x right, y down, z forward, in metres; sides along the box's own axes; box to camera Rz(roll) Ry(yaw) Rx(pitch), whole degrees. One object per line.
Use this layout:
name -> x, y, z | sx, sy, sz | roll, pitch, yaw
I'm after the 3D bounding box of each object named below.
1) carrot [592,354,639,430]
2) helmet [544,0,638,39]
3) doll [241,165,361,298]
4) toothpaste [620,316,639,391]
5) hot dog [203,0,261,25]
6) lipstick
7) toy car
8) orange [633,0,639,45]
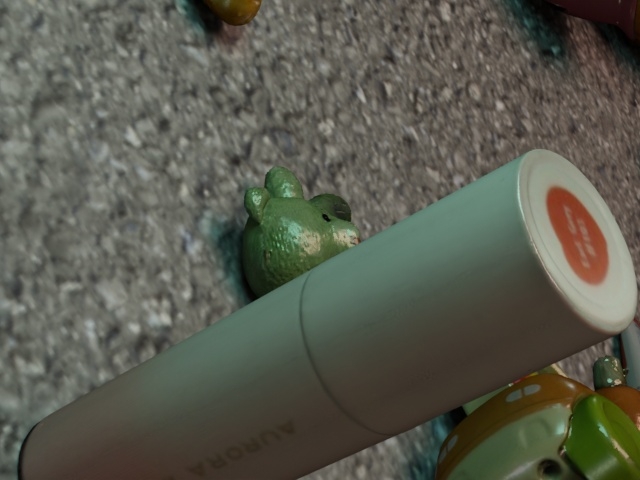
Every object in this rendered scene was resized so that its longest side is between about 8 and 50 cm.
carrot -> 0.247, 0.246, 1.184 | 0.069, 0.069, 0.336 | 20, 56, -45
helmet -> 0.241, -0.327, 1.539 | 0.198, 0.154, 0.253 | 80, 13, -60
doll -> 0.000, 0.000, 1.040 | 0.150, 0.077, 0.115 | -22, 94, -68
toothpaste -> 0.294, 0.147, 1.339 | 0.089, 0.057, 0.234 | 44, 30, -26
hot dog -> -0.089, -0.249, 1.128 | 0.066, 0.047, 0.216 | 23, 46, -63
lipstick -> -0.009, 0.066, 0.734 | 0.087, 0.327, 0.087 | 32, 43, -36
toy car -> 0.175, 0.156, 1.109 | 0.235, 0.145, 0.235 | 44, 20, -20
orange -> 0.417, -0.327, 1.697 | 0.261, 0.261, 0.261 | 33, 42, -35
